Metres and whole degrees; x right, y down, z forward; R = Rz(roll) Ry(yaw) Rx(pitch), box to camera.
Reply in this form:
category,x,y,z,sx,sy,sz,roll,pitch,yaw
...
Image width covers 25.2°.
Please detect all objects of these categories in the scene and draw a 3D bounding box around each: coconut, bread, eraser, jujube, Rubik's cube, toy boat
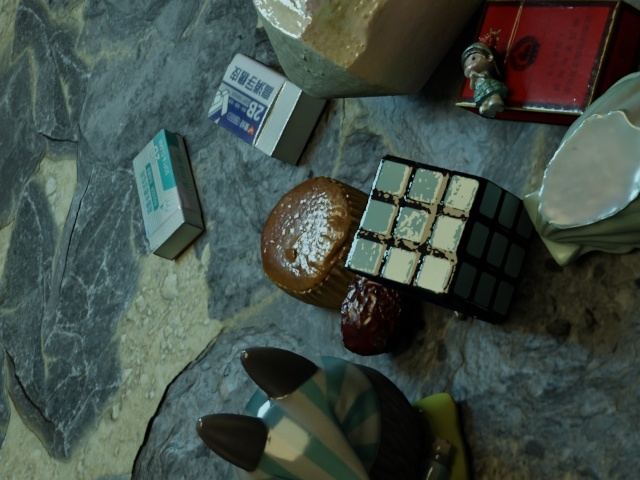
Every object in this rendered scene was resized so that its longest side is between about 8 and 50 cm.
category,x,y,z,sx,sy,sz,roll,pitch,yaw
coconut,0.059,-0.340,1.998,0.309,0.297,0.297,-55,40,13
bread,0.000,0.001,2.051,0.199,0.104,0.199,-26,52,40
eraser,-0.262,-0.081,2.449,0.095,0.052,0.225,-42,45,28
jujube,0.080,0.076,1.924,0.104,0.104,0.165,0,72,50
eraser,-0.087,-0.211,2.287,0.210,0.068,0.124,35,100,51
Rubik's cube,0.153,0.000,1.792,0.162,0.160,0.163,14,84,36
toy boat,0.346,-0.083,1.646,0.290,0.100,0.199,-43,62,35

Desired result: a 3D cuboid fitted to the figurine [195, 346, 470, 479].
category,x,y,z,sx,sy,sz,roll,pitch,yaw
figurine,-0.012,0.305,1.703,0.266,0.378,0.361,-47,41,26

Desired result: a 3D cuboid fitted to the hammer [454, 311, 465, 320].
category,x,y,z,sx,sy,sz,roll,pitch,yaw
hammer,0.147,0.040,1.920,0.060,0.028,0.195,-51,42,30

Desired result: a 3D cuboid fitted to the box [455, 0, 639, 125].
category,x,y,z,sx,sy,sz,roll,pitch,yaw
box,0.292,-0.229,1.831,0.240,0.074,0.153,12,88,53

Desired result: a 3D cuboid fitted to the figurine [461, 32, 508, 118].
category,x,y,z,sx,sy,sz,roll,pitch,yaw
figurine,0.213,-0.210,1.828,0.060,0.047,0.106,-48,45,51
